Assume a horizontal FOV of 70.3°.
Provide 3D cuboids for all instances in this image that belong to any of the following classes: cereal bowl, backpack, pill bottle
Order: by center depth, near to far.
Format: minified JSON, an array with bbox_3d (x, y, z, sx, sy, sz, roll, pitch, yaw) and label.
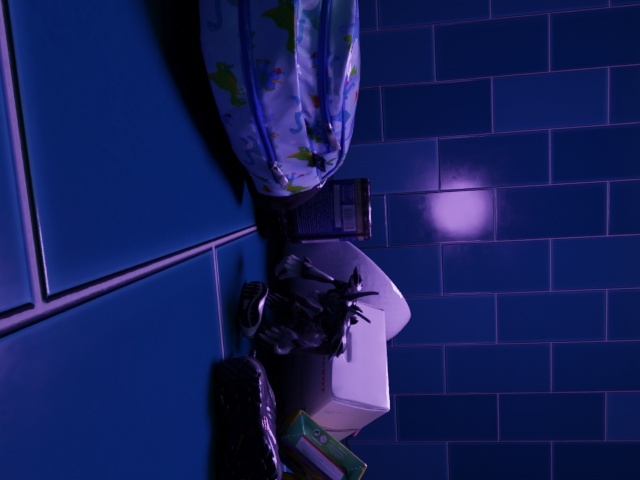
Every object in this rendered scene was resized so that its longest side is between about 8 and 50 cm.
[{"bbox_3d":[-0.051,-0.239,0.642,0.355,0.273,0.290,50,42,-59],"label":"backpack"},{"bbox_3d":[-0.009,-0.056,0.897,0.123,0.219,0.123,-3,90,-84],"label":"pill bottle"},{"bbox_3d":[0.032,0.122,1.054,0.141,0.339,0.339,-46,158,-14],"label":"cereal bowl"}]

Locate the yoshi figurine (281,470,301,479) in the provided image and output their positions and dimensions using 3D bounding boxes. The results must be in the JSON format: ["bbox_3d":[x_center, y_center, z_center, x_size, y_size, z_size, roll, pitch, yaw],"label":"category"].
[{"bbox_3d":[-0.048,0.505,0.758,0.203,0.203,0.362,37,-17,43],"label":"yoshi figurine"}]

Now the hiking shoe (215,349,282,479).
[{"bbox_3d":[-0.088,0.270,0.634,0.114,0.086,0.227,21,65,-80],"label":"hiking shoe"}]

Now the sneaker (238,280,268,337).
[{"bbox_3d":[-0.113,0.111,0.745,0.109,0.040,0.044,-79,180,-49],"label":"sneaker"}]

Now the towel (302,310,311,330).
[{"bbox_3d":[0.014,0.192,1.320,0.187,0.049,0.282,-44,-153,36],"label":"towel"}]

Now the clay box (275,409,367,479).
[{"bbox_3d":[-0.026,0.344,0.735,0.053,0.127,0.222,-48,176,-31],"label":"clay box"}]

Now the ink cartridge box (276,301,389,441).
[{"bbox_3d":[0.015,0.271,0.896,0.283,0.117,0.207,126,-25,-46],"label":"ink cartridge box"}]

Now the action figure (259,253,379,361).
[{"bbox_3d":[-0.027,0.120,0.756,0.275,0.140,0.164,-34,-143,55],"label":"action figure"}]

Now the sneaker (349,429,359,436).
[{"bbox_3d":[0.033,0.418,1.132,0.350,0.148,0.131,50,23,-58],"label":"sneaker"}]
